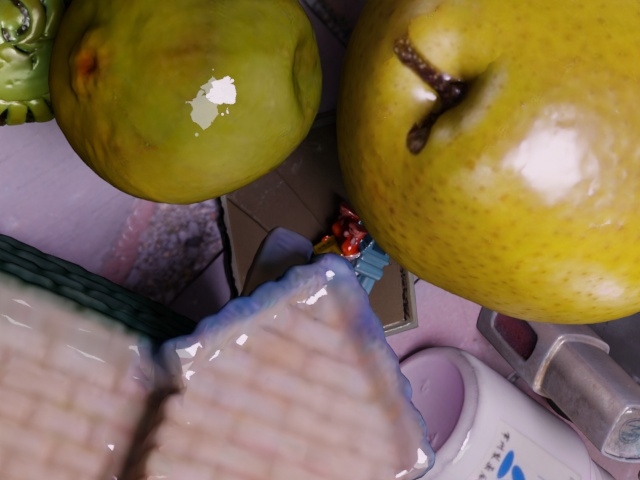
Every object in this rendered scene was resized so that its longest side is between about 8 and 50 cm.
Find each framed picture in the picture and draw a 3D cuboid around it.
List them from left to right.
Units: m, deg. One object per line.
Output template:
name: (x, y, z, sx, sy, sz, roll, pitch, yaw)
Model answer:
framed picture: (0.000, 0.000, 1.289, 0.192, 0.018, 0.265, -16, 121, -16)

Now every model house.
model house: (-0.172, 0.177, 1.117, 0.445, 0.395, 0.400, 21, 67, -9)

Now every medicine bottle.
medicine bottle: (0.193, 0.246, 1.408, 0.293, 0.170, 0.170, 35, 98, -34)

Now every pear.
pear: (0.197, -0.104, 1.115, 0.418, 0.362, 0.362, -4, 122, -59)

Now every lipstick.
lipstick: (0.253, 0.128, 1.323, 0.077, 0.253, 0.079, 15, 110, -29)

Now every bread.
bread: (-0.249, -0.153, 1.073, 0.139, 0.071, 0.130, -14, 124, -17)

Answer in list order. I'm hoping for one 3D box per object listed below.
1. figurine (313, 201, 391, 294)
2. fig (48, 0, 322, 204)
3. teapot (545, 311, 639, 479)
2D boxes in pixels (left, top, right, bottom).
figurine: (0.007, 0.037, 1.265, 0.075, 0.068, 0.140, 30, 108, -35)
fig: (-0.092, -0.137, 1.024, 0.230, 0.207, 0.207, -22, 124, -34)
teapot: (0.369, 0.162, 1.407, 0.203, 0.225, 0.171, -19, 122, -14)
